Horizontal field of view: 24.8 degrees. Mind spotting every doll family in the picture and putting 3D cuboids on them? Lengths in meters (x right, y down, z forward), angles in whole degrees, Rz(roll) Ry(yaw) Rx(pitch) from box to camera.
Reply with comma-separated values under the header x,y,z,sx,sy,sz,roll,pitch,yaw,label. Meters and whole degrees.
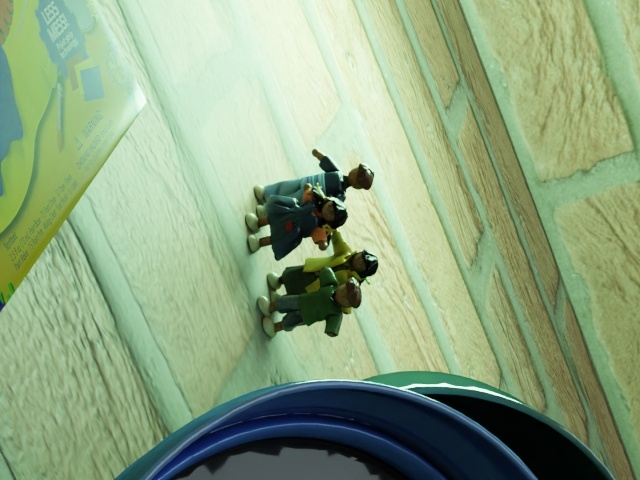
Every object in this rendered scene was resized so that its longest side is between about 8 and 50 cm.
x,y,z,sx,sy,sz,roll,pitch,yaw,label
0.000,0.000,1.306,0.076,0.111,0.193,29,46,-64,doll family

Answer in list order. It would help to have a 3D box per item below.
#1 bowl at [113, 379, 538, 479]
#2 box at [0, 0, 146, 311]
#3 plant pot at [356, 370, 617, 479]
x,y,z,sx,sy,sz,roll,pitch,yaw,label
-0.001,0.275,0.818,0.391,0.077,0.391,7,78,-34,bowl
-0.243,-0.093,0.598,0.279,0.177,0.290,64,20,-22,box
0.070,0.227,1.068,0.235,0.293,0.293,-104,174,-84,plant pot
